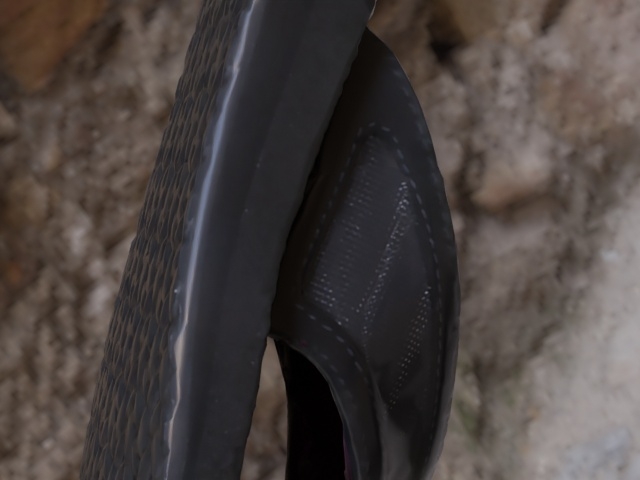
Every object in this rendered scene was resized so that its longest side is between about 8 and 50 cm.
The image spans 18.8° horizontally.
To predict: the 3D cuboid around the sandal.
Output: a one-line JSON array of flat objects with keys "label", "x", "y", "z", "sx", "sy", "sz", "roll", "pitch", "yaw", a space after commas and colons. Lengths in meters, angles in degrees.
[{"label": "sandal", "x": 0.001, "y": -0.001, "z": 0.623, "sx": 0.167, "sy": 0.107, "sz": 0.446, "roll": -123, "pitch": 48, "yaw": -75}]
